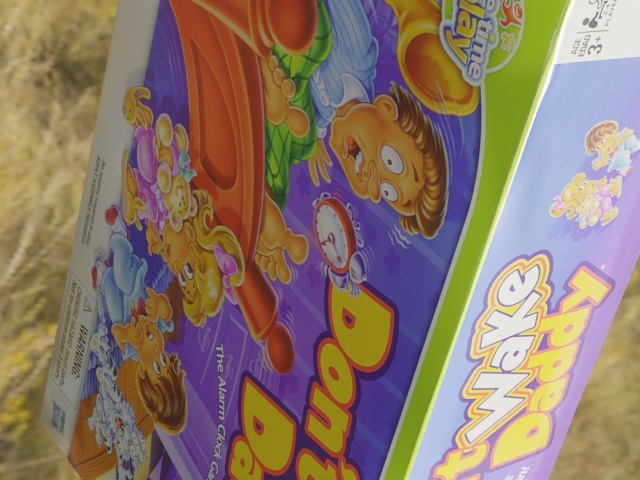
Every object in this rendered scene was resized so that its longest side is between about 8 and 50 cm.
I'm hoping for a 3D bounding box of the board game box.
[{"bbox_3d":[0.000,0.000,0.630,0.078,0.347,0.233,-9,38,-35],"label":"board game box"}]
